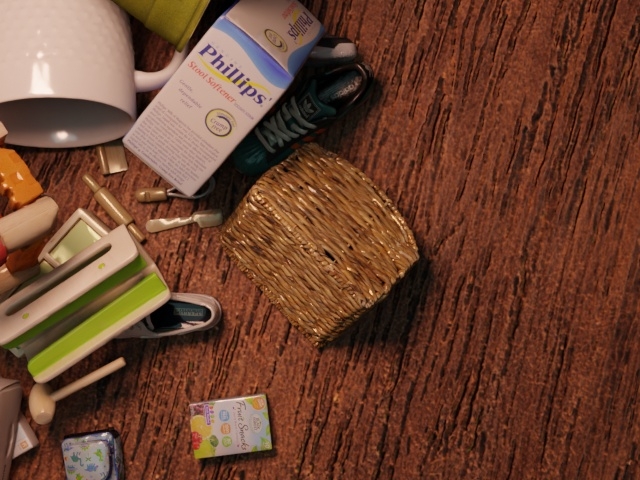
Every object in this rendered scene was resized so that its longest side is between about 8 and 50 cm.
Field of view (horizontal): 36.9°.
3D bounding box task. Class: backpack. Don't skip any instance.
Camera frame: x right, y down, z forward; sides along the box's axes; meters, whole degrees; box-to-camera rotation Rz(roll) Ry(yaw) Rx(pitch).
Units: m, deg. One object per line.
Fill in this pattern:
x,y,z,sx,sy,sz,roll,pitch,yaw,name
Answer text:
-0.407,0.402,1.711,0.105,0.084,0.114,-9,91,2,backpack

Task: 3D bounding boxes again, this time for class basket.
0.000,0.000,1.718,0.299,0.223,0.213,45,56,2,basket

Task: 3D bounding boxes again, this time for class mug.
-0.414,-0.357,1.654,0.374,0.276,0.328,-2,79,-11,mug

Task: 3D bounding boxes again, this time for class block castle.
-0.631,-0.107,1.511,0.213,0.303,0.453,-32,84,-33,block castle

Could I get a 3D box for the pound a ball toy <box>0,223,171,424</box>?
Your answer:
-0.413,0.138,1.639,0.319,0.136,0.208,-34,131,-4,pound a ball toy

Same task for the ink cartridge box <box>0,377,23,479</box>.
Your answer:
-0.679,0.327,1.652,0.278,0.117,0.201,8,89,1,ink cartridge box

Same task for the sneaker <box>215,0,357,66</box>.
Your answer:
-0.063,-0.400,1.725,0.269,0.101,0.153,6,91,3,sneaker

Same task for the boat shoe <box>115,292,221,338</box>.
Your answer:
-0.309,0.129,1.718,0.258,0.084,0.095,-7,88,0,boat shoe

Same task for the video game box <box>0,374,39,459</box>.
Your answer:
-0.642,0.330,1.734,0.187,0.048,0.205,-31,88,-3,video game box

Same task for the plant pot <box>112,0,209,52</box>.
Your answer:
-0.294,-0.538,1.483,0.353,0.366,0.366,26,88,-14,plant pot

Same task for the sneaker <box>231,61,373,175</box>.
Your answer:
-0.037,-0.227,1.711,0.302,0.121,0.108,-37,88,-1,sneaker

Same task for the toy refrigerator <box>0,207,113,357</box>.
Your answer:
-0.476,0.076,1.717,0.102,0.094,0.269,42,88,2,toy refrigerator

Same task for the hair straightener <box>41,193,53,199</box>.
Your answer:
-0.550,0.015,1.722,0.047,0.089,0.230,32,88,3,hair straightener

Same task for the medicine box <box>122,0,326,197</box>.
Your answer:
-0.153,-0.259,1.582,0.149,0.263,0.289,39,119,-10,medicine box

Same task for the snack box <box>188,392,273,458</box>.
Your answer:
-0.162,0.335,1.734,0.141,0.037,0.100,-7,89,0,snack box

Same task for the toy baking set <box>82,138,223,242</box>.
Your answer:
-0.306,-0.098,1.753,0.197,0.030,0.256,-38,88,-1,toy baking set
